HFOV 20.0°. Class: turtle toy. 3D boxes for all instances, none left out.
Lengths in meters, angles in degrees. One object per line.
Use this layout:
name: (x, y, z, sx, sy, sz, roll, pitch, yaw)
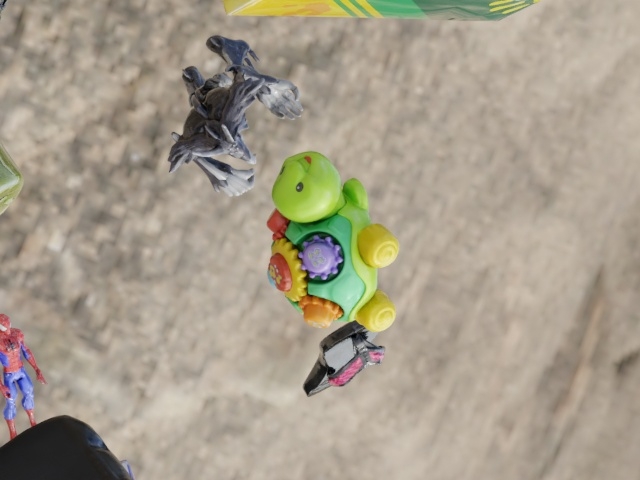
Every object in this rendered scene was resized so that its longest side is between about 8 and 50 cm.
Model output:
turtle toy: (0.000, 0.000, 1.146, 0.066, 0.095, 0.130, -17, 127, -25)

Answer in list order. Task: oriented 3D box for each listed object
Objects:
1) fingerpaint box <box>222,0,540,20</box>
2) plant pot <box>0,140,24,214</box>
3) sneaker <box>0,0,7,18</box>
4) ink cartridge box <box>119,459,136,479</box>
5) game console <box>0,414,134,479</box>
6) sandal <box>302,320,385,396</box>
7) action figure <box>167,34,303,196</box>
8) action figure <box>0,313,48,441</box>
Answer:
fingerpaint box: (0.037, -0.421, 1.571, 0.371, 0.163, 0.445, -7, 78, -48)
plant pot: (-0.481, -0.118, 1.733, 0.366, 0.353, 0.366, -38, 180, 0)
sneaker: (-0.327, -0.271, 1.873, 0.104, 0.147, 0.296, -83, 178, -72)
ink cartridge box: (-0.297, 0.414, 1.992, 0.151, 0.270, 0.395, 97, -24, -70)
game console: (-0.177, 0.308, 0.964, 0.342, 0.386, 0.060, -37, 145, -10)
sandal: (0.028, 0.106, 1.586, 0.067, 0.040, 0.179, -24, 162, -21)
action figure: (-0.104, -0.149, 2.211, 0.164, 0.141, 0.276, -48, -159, 18)
action figure: (-0.239, 0.108, 1.425, 0.038, 0.030, 0.115, -25, 119, -29)
